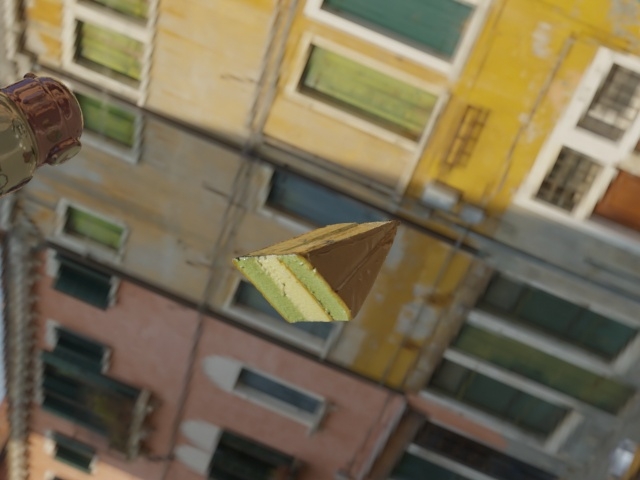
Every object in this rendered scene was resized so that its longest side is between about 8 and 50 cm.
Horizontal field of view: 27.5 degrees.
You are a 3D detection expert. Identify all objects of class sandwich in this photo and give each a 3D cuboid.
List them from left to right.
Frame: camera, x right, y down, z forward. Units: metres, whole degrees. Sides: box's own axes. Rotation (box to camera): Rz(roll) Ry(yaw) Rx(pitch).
[{"bbox_3d":[0.000,0.000,1.646,0.144,0.117,0.187,57,-136,-35],"label":"sandwich"}]

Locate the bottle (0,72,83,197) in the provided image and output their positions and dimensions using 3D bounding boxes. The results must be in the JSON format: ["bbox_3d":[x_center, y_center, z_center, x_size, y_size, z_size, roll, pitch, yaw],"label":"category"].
[{"bbox_3d":[-0.361,-0.091,1.343,0.253,0.120,0.120,-29,-23,-31],"label":"bottle"}]
